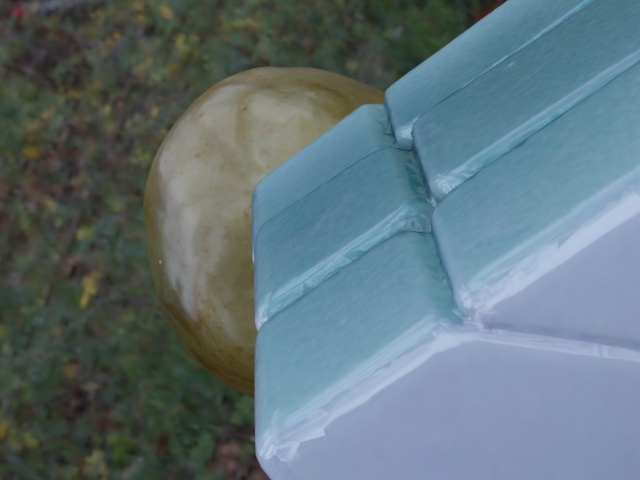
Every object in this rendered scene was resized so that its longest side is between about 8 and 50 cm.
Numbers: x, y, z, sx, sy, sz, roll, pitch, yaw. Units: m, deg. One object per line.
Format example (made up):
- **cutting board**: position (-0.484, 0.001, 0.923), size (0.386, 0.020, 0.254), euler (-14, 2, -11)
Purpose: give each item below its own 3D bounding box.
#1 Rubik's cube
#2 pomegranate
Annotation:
- **Rubik's cube**: position (0.184, 0.048, 0.653), size (0.322, 0.319, 0.316), euler (-35, 16, 7)
- **pomegranate**: position (-0.007, -0.001, 1.055), size (0.233, 0.233, 0.233), euler (-26, 54, 42)
